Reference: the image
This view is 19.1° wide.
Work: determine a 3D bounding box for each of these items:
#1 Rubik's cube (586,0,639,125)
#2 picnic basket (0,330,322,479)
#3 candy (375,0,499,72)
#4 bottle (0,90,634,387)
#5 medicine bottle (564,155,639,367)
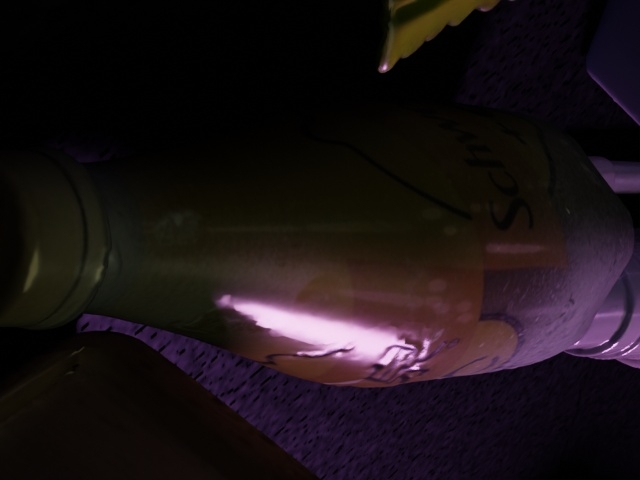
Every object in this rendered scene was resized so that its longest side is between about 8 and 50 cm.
[{"bbox_3d":[0.237,-0.104,0.622,0.213,0.224,0.265,-14,141,-30],"label":"Rubik's cube"},{"bbox_3d":[-0.096,0.204,0.454,0.313,0.228,0.175,-34,147,-35],"label":"picnic basket"},{"bbox_3d":[0.085,-0.163,0.455,0.149,0.069,0.246,-22,141,-43],"label":"candy"},{"bbox_3d":[0.000,0.000,0.507,0.269,0.083,0.083,-1,125,-58],"label":"bottle"},{"bbox_3d":[0.146,0.009,0.807,0.220,0.061,0.092,-1,100,-59],"label":"medicine bottle"}]
